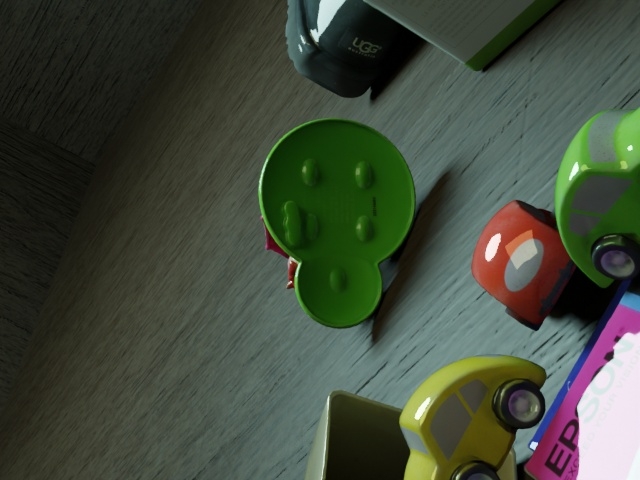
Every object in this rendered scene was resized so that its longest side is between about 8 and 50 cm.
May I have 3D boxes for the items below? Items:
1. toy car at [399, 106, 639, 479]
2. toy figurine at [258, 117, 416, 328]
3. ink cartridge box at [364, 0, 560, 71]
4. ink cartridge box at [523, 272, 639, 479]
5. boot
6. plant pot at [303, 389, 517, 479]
[{"bbox_3d":[0.110,0.007,0.483,0.239,0.053,0.225,-59,-3,-44],"label":"toy car"},{"bbox_3d":[0.000,0.000,0.894,0.159,0.130,0.173,135,135,-73],"label":"toy figurine"},{"bbox_3d":[0.084,-0.272,0.780,0.189,0.255,0.097,-40,28,47],"label":"ink cartridge box"},{"bbox_3d":[0.182,0.056,0.366,0.176,0.069,0.371,-61,16,1],"label":"ink cartridge box"},{"bbox_3d":[0.114,-0.415,1.036,0.445,0.146,0.367,-51,37,42],"label":"boot"},{"bbox_3d":[0.035,0.162,0.540,0.109,0.109,0.096,-83,15,-48],"label":"plant pot"}]
